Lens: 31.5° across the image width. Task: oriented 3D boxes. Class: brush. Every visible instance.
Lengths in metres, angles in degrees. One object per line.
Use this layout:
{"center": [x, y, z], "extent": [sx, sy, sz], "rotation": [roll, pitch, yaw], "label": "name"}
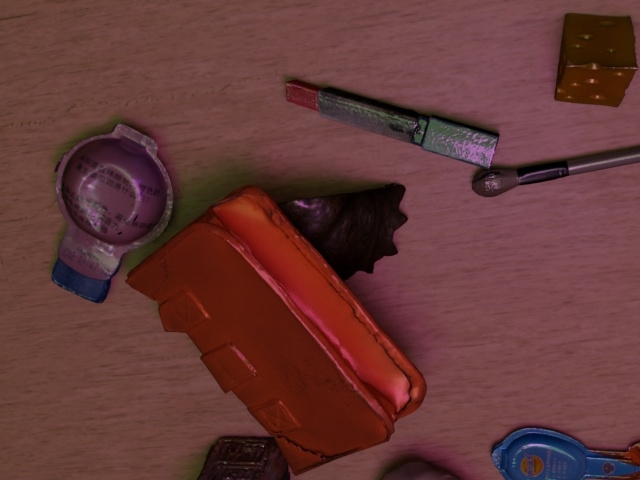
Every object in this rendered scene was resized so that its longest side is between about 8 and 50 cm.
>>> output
{"center": [0.360, -0.107, 1.597], "extent": [0.299, 0.039, 0.042], "rotation": [-12, 102, 11], "label": "brush"}

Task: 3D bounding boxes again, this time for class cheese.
{"center": [0.364, -0.231, 1.493], "extent": [0.093, 0.171, 0.126], "rotation": [6, 105, 7], "label": "cheese"}
{"center": [-0.323, -0.038, 1.702], "extent": [0.189, 0.074, 0.286], "rotation": [24, 110, 3], "label": "cheese"}
{"center": [0.385, 0.337, 1.710], "extent": [0.256, 0.037, 0.106], "rotation": [3, 106, 7], "label": "cheese"}

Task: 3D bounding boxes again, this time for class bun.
{"center": [0.174, 0.404, 1.725], "extent": [0.183, 0.102, 0.183], "rotation": [23, 138, 22], "label": "bun"}

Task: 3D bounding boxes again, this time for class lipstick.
{"center": [0.098, -0.171, 1.616], "extent": [0.312, 0.051, 0.051], "rotation": [17, 106, 7], "label": "lipstick"}

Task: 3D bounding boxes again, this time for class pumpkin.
{"center": [0.000, 0.000, 1.623], "extent": [0.254, 0.149, 0.130], "rotation": [-9, 90, 10], "label": "pumpkin"}

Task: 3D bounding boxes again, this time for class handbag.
{"center": [-0.064, 0.137, 1.627], "extent": [0.410, 0.116, 0.303], "rotation": [50, 142, -6], "label": "handbag"}

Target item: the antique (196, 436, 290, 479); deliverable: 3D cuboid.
{"center": [-0.112, 0.466, 1.780], "extent": [0.125, 0.150, 0.284], "rotation": [0, 113, 13], "label": "antique"}
